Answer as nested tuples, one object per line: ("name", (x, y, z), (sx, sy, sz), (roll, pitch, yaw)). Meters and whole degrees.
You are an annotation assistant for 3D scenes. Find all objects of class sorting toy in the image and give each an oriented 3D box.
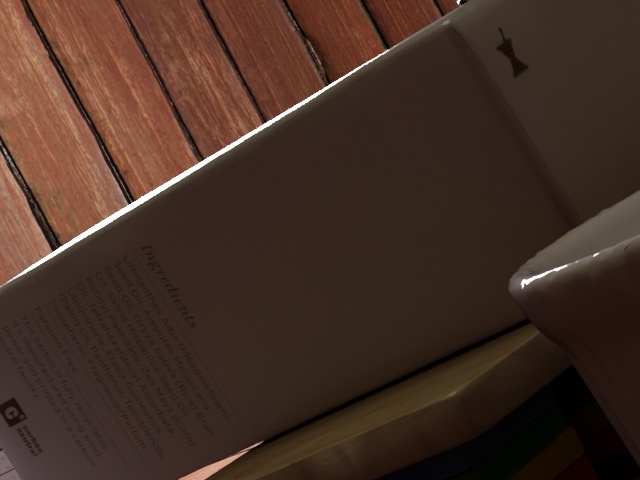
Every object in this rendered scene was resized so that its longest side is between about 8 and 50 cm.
("sorting toy", (0.065, 0.115, 0.989), (0.257, 0.089, 0.255), (-29, -1, 40))

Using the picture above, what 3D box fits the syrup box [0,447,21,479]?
("syrup box", (-0.193, 0.170, 1.425), (0.096, 0.237, 0.093), (-30, -1, 44))

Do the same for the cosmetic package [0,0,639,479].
("cosmetic package", (0.000, 0.000, 1.112), (0.453, 0.161, 0.230), (-29, 5, 37))

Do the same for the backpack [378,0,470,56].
("backpack", (0.222, -0.078, 1.366), (0.290, 0.273, 0.355), (-41, -11, 31))

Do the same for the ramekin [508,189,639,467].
("ramekin", (0.217, 0.008, 0.623), (0.277, 0.135, 0.277), (-27, 0, 0))
